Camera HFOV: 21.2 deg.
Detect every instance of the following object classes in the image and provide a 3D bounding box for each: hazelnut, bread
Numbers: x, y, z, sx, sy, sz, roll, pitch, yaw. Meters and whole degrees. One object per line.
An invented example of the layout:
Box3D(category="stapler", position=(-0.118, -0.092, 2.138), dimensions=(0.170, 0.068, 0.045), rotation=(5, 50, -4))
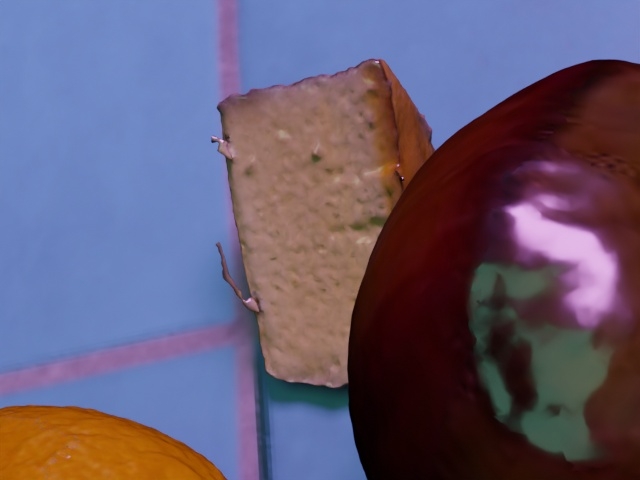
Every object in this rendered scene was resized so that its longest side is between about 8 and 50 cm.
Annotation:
Box3D(category="hazelnut", position=(0.091, 0.054, 0.572), dimensions=(0.208, 0.208, 0.208), rotation=(-8, 66, 18))
Box3D(category="bread", position=(0.000, 0.000, 0.673), dimensions=(0.084, 0.080, 0.109), rotation=(-7, 64, 20))

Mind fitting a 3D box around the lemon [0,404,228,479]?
Box3D(category="lemon", position=(-0.099, 0.129, 0.621), dimensions=(0.187, 0.142, 0.142), rotation=(17, 75, 36))
